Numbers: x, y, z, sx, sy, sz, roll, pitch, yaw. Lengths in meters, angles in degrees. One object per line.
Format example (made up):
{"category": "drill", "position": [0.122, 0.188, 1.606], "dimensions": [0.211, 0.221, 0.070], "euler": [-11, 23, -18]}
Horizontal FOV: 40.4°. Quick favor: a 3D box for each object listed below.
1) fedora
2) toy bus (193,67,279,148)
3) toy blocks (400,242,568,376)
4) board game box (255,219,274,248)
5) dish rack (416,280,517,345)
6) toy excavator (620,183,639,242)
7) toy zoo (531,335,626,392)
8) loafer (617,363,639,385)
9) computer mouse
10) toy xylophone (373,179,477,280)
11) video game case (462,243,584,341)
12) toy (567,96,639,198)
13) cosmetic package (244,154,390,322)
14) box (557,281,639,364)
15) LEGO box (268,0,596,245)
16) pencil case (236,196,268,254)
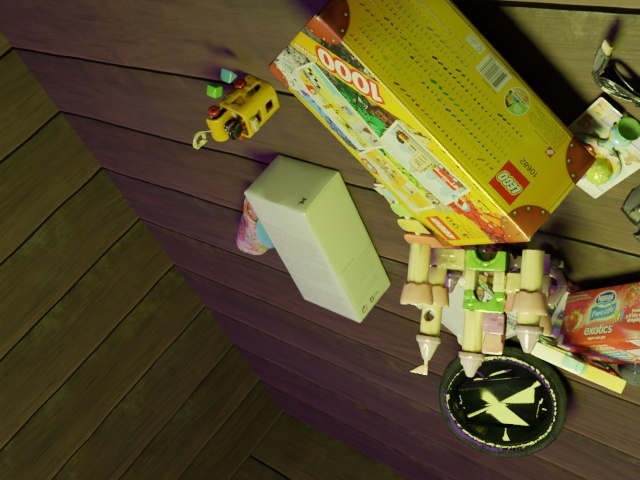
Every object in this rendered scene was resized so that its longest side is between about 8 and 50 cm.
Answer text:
{"category": "fedora", "position": [0.489, 0.411, 2.314], "dimensions": [0.334, 0.334, 0.152], "euler": [36, -163, 11]}
{"category": "toy bus", "position": [-0.189, -0.300, 2.091], "dimensions": [0.104, 0.191, 0.202], "euler": [27, 110, 28]}
{"category": "toy blocks", "position": [0.333, 0.150, 1.753], "dimensions": [0.288, 0.260, 0.309], "euler": [3, 177, 22]}
{"category": "board game box", "position": [-0.109, -0.053, 2.475], "dimensions": [0.033, 0.168, 0.133], "euler": [-121, 14, -48]}
{"category": "dish rack", "position": [0.369, 0.168, 2.221], "dimensions": [0.285, 0.072, 0.333], "euler": [42, 156, -1]}
{"category": "toy excavator", "position": [0.656, -0.093, 1.145], "dimensions": [0.222, 0.445, 0.433], "euler": [40, -161, -2]}
{"category": "toy zoo", "position": [0.535, 0.255, 1.832], "dimensions": [0.192, 0.030, 0.293], "euler": [24, -176, 11]}
{"category": "loafer", "position": [0.746, 0.237, 1.767], "dimensions": [0.302, 0.095, 0.109], "euler": [-19, 88, 59]}
{"category": "computer mouse", "position": [0.500, -0.262, 1.255], "dimensions": [0.184, 0.060, 0.262], "euler": [32, 168, 10]}
{"category": "toy xylophone", "position": [0.235, -0.044, 2.026], "dimensions": [0.323, 0.081, 0.236], "euler": [50, 156, -21]}
{"category": "video game case", "position": [0.454, 0.126, 1.973], "dimensions": [0.232, 0.042, 0.210], "euler": [28, 143, 14]}
{"category": "toy", "position": [0.473, -0.142, 1.512], "dimensions": [0.137, 0.056, 0.237], "euler": [41, 157, 3]}
{"category": "cosmetic package", "position": [0.000, 0.000, 2.365], "dimensions": [0.230, 0.161, 0.453], "euler": [20, 150, 39]}
{"category": "box", "position": [0.610, 0.168, 1.735], "dimensions": [0.128, 0.123, 0.257], "euler": [23, 162, -17]}
{"category": "LEGO box", "position": [0.178, -0.231, 1.547], "dimensions": [0.500, 0.193, 0.372], "euler": [45, 168, -9]}
{"category": "pencil case", "position": [-0.186, -0.050, 2.628], "dimensions": [0.124, 0.124, 0.284], "euler": [38, 157, 6]}
